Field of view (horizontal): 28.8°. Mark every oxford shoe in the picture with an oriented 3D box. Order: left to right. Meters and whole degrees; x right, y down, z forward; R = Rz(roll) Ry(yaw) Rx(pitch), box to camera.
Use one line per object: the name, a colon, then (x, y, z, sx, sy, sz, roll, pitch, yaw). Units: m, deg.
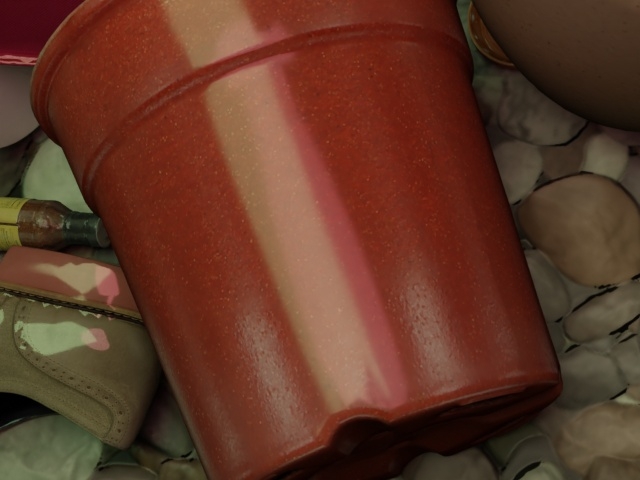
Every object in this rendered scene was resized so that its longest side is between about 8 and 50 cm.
oxford shoe: (-0.270, 0.067, 0.855, 0.348, 0.123, 0.130, 5, 76, 22)

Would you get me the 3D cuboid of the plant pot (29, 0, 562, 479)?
plant pot: (0.000, 0.000, 0.722, 0.272, 0.272, 0.265, -23, 71, 9)

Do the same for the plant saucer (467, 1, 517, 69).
plant saucer: (0.143, -0.154, 0.858, 0.084, 0.013, 0.083, -7, 68, 17)

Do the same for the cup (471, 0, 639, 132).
cup: (0.204, -0.192, 0.702, 0.331, 0.237, 0.331, 1, 65, -3)

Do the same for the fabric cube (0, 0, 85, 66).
fabric cube: (-0.118, -0.283, 0.813, 0.254, 0.259, 0.258, 4, 58, 3)

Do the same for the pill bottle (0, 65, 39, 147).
pill bottle: (-0.297, -0.165, 0.957, 0.208, 0.119, 0.119, 40, 86, 27)

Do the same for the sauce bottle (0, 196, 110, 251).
sauce bottle: (-0.212, -0.010, 0.909, 0.128, 0.042, 0.042, 6, 71, 20)
